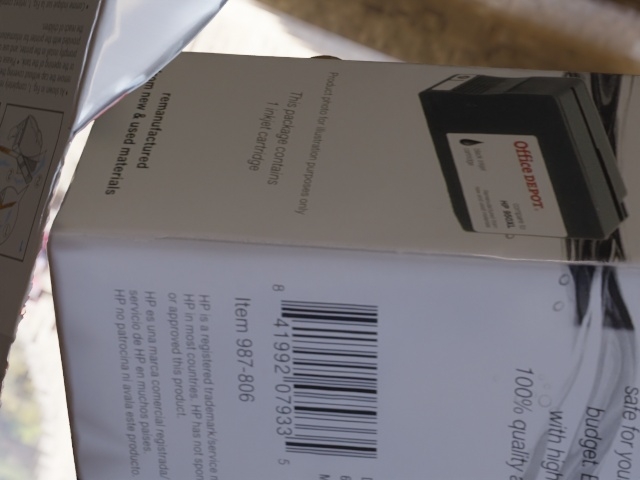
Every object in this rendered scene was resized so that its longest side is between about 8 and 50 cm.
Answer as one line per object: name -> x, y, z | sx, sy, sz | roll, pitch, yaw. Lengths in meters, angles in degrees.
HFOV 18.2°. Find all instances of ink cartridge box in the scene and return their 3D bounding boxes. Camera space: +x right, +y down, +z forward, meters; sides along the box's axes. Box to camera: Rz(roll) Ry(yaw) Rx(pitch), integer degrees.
ink cartridge box -> -0.088, -0.069, 0.607 | 0.056, 0.225, 0.181 | 14, 179, -35
ink cartridge box -> 0.091, 0.075, 0.952 | 0.395, 0.166, 0.285 | 4, 127, 6

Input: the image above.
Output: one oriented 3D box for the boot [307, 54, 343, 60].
boot -> 0.000, 0.000, 1.336 | 0.089, 0.236, 0.269 | -22, -169, 14
